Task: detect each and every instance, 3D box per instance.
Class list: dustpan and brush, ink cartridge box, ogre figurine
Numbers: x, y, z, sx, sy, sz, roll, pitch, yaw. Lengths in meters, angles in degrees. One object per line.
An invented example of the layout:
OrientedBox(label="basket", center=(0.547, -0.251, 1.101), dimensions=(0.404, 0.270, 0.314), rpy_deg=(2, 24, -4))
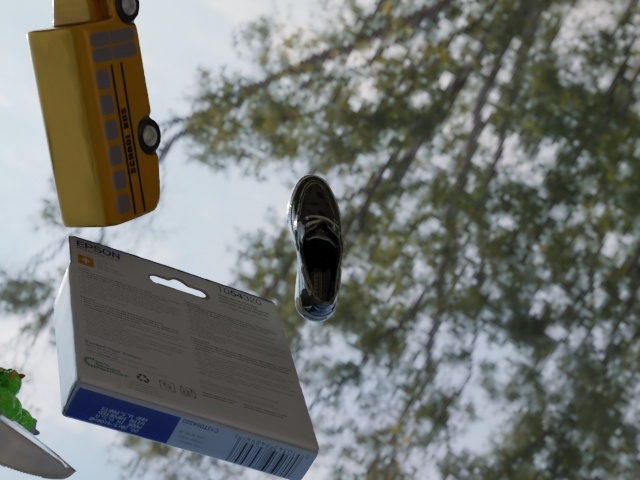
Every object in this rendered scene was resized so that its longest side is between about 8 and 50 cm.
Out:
OrientedBox(label="dustpan and brush", center=(-0.365, 0.191, 1.327), dimensions=(0.147, 0.060, 0.211), rpy_deg=(25, 166, 43))
OrientedBox(label="ink cartridge box", center=(-0.182, 0.148, 1.687), dimensions=(0.324, 0.071, 0.330), rpy_deg=(20, -157, -23))
OrientedBox(label="ogre figurine", center=(-0.411, 0.198, 1.553), dimensions=(0.118, 0.197, 0.097), rpy_deg=(2, -140, 18))

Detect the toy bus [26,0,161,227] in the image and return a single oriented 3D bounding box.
OrientedBox(label="toy bus", center=(-0.304, -0.193, 1.745), dimensions=(0.108, 0.333, 0.130), rpy_deg=(0, -165, 32))

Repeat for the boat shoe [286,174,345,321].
OrientedBox(label="boat shoe", center=(0.000, 0.000, 1.792), dimensions=(0.077, 0.070, 0.219), rpy_deg=(1, -116, -13))
